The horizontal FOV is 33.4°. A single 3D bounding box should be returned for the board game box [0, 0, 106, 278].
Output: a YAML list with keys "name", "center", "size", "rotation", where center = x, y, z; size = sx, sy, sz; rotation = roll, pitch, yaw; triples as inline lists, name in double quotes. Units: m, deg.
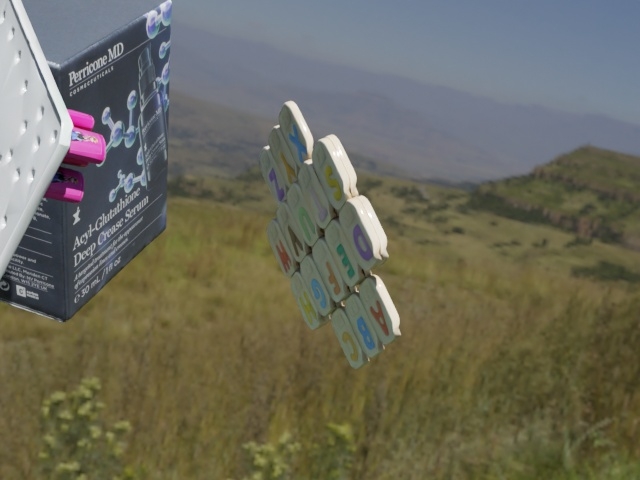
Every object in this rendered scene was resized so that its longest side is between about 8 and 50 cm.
- name: "board game box"
  center: [-0.350, -0.049, 1.044]
  size: [0.050, 0.390, 0.390]
  rotation: [15, 29, -37]

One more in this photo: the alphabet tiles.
- name: "alphabet tiles"
  center: [0.000, 0.000, 1.168]
  size: [0.021, 0.278, 0.284]
  rotation: [-20, -13, -21]

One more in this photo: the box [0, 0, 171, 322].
- name: "box"
  center: [-0.373, -0.141, 1.523]
  size: [0.212, 0.395, 0.293]
  rotation: [16, 34, 15]
